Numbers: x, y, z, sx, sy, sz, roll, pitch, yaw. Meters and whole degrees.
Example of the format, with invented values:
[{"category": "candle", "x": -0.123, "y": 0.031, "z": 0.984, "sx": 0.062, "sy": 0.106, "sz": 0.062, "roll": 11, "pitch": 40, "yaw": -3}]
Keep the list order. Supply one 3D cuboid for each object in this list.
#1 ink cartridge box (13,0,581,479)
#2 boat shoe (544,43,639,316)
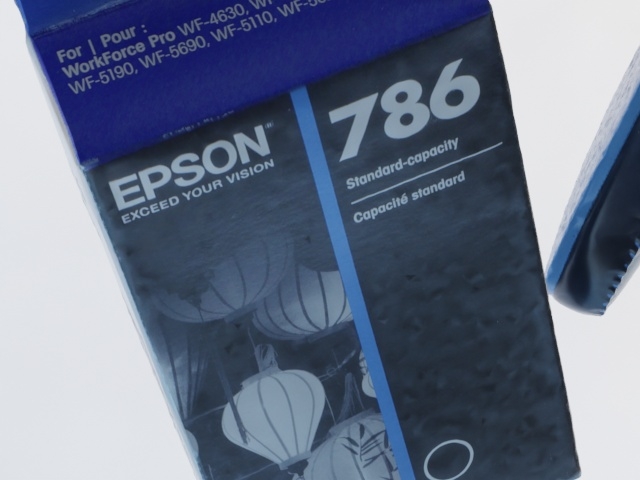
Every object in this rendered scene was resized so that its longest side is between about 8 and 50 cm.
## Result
[{"category": "ink cartridge box", "x": 0.000, "y": 0.000, "z": 0.735, "sx": 0.065, "sy": 0.165, "sz": 0.333, "roll": -120, "pitch": 9, "yaw": -51}, {"category": "boat shoe", "x": 0.187, "y": -0.071, "z": 0.829, "sx": 0.089, "sy": 0.258, "sz": 0.109, "roll": 28, "pitch": -163, "yaw": 0}]
